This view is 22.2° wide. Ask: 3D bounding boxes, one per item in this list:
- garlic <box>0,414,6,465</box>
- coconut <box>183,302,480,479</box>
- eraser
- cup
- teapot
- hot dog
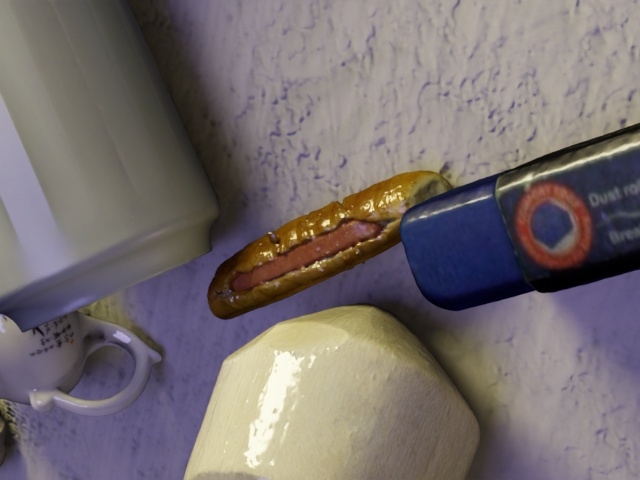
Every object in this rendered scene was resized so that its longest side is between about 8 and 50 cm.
[{"bbox_3d":[-0.393,0.230,1.855,0.074,0.094,0.113,9,113,-8],"label":"garlic"},{"bbox_3d":[0.012,0.178,1.416,0.237,0.266,0.237,21,158,9],"label":"coconut"},{"bbox_3d":[0.229,-0.034,1.211,0.332,0.155,0.101,-17,94,42],"label":"eraser"},{"bbox_3d":[-0.281,-0.089,1.533,0.323,0.237,0.327,-21,93,41],"label":"cup"},{"bbox_3d":[-0.306,0.082,1.696,0.300,0.166,0.208,33,143,13],"label":"teapot"},{"bbox_3d":[0.002,0.003,1.455,0.286,0.088,0.061,-25,92,36],"label":"hot dog"}]
